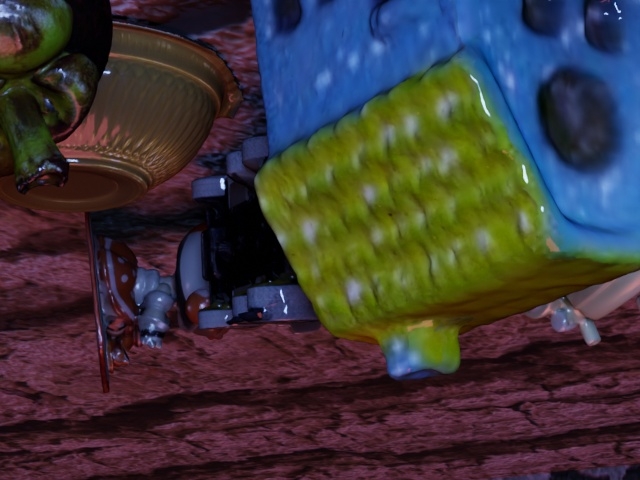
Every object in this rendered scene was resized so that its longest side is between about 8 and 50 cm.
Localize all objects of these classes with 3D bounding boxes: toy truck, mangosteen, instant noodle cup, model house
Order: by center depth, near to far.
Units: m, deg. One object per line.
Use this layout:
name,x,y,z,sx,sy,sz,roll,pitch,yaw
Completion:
mangosteen,-0.202,-0.127,1.169,0.172,0.172,0.184,11,-178,-33
model house,0.090,-0.075,1.169,0.215,0.303,0.237,4,162,-36
instant noodle cup,-0.198,-0.082,1.453,0.274,0.091,0.274,-1,163,0
toy truck,0.000,0.000,1.518,0.175,0.146,0.367,0,176,-15

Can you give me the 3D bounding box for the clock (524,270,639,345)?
clock,0.323,-0.001,1.602,0.276,0.120,0.379,-36,147,25

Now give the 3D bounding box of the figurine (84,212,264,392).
figurine,-0.105,0.041,1.775,0.226,0.160,0.183,-7,164,-7
